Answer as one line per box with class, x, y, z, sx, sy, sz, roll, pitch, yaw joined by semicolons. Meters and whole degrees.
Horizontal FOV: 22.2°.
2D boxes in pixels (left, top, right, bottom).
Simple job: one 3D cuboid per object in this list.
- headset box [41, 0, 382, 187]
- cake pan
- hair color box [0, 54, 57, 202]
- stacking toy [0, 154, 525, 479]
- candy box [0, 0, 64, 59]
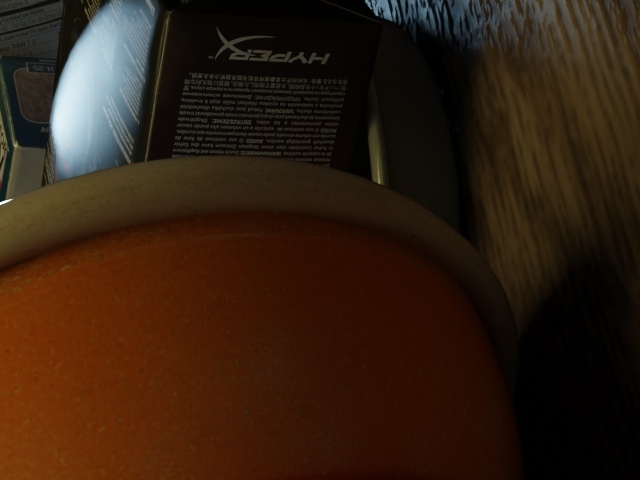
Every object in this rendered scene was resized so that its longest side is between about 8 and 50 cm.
headset box;-0.078;-0.030;0.883;0.218;0.110;0.293;-121;37;-54
cake pan;0.000;0.000;0.909;0.293;0.054;0.293;180;90;-69
hair color box;-0.163;0.039;1.166;0.105;0.174;0.347;-110;30;-44
stacking toy;-0.011;0.237;0.567;0.480;0.350;0.350;-117;33;-40
candy box;-0.238;-0.121;1.200;0.316;0.087;0.183;88;156;-44
